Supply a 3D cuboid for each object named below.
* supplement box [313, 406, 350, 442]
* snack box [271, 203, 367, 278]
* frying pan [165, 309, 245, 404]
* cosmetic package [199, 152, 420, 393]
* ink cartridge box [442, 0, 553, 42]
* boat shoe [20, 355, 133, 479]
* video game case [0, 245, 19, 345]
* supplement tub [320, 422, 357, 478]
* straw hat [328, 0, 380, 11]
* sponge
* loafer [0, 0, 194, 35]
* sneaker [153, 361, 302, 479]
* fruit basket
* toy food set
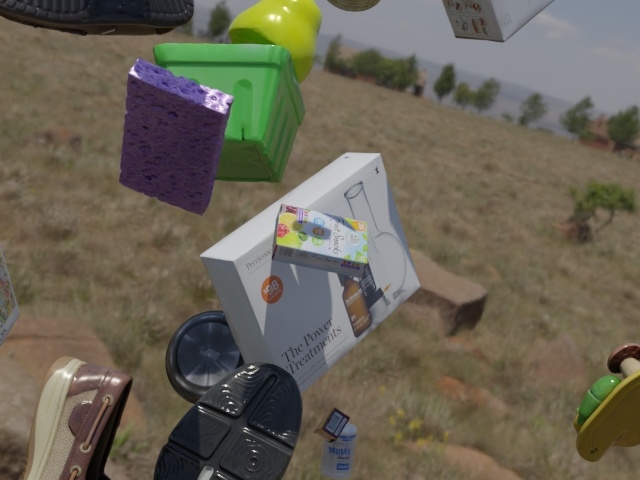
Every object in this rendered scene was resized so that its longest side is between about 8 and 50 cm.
[{"bbox_3d":[0.023,0.372,1.848,0.043,0.055,0.083,33,-18,2],"label":"supplement box"},{"bbox_3d":[0.000,0.000,1.406,0.141,0.037,0.100,13,40,-8],"label":"snack box"},{"bbox_3d":[-0.171,0.187,1.836,0.197,0.326,0.053,43,-7,20],"label":"frying pan"},{"bbox_3d":[-0.002,0.055,1.593,0.097,0.284,0.377,5,34,46],"label":"cosmetic package"},{"bbox_3d":[0.311,-0.544,1.565,0.272,0.309,0.130,-39,33,-20],"label":"ink cartridge box"},{"bbox_3d":[-0.307,0.324,1.155,0.123,0.342,0.123,10,-6,4],"label":"boat shoe"},{"bbox_3d":[-0.577,0.114,1.538,0.026,0.227,0.206,7,41,8],"label":"video game case"},{"bbox_3d":[0.038,0.446,1.956,0.071,0.107,0.071,6,5,0],"label":"supplement tub"},{"bbox_3d":[0.053,-0.402,1.301,0.144,0.144,0.061,20,33,22],"label":"straw hat"},{"bbox_3d":[-0.176,-0.115,1.092,0.117,0.210,0.031,21,55,-2],"label":"sponge"},{"bbox_3d":[-0.407,-0.403,1.589,0.365,0.134,0.130,4,-15,-27],"label":"loafer"},{"bbox_3d":[-0.171,0.395,1.385,0.169,0.448,0.257,27,-13,5],"label":"sneaker"},{"bbox_3d":[-0.143,-0.320,1.758,0.282,0.392,0.392,2,11,5],"label":"fruit basket"},{"bbox_3d":[0.412,0.198,1.228,0.128,0.218,0.071,20,26,-33],"label":"toy food set"}]
